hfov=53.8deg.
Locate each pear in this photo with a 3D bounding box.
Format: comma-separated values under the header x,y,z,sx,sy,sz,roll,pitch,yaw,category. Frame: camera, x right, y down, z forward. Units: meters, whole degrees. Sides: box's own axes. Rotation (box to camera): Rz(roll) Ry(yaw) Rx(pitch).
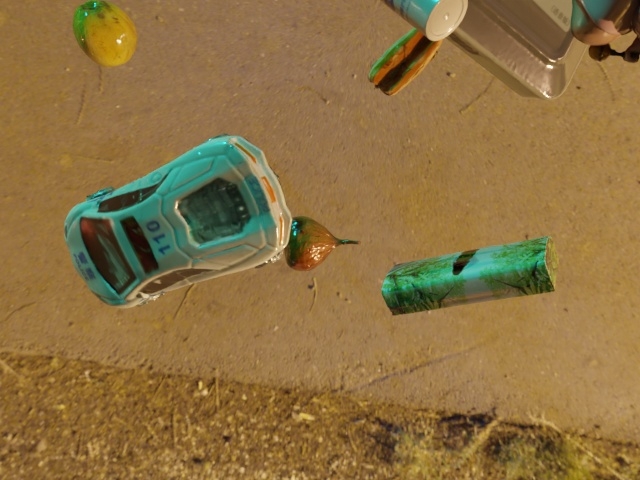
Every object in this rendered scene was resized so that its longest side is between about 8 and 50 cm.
x,y,z,sx,sy,sz,roll,pitch,yaw,category
-0.529,-0.511,1.554,0.149,0.148,0.162,-17,139,10,pear

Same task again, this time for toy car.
x,y,z,sx,sy,sz,roll,pitch,yaw,category
-0.112,-0.006,0.454,0.205,0.056,0.095,-19,101,27,toy car

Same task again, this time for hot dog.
x,y,z,sx,sy,sz,roll,pitch,yaw,category
0.238,-0.500,1.720,0.109,0.072,0.269,39,126,-15,hot dog

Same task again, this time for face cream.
x,y,z,sx,sy,sz,roll,pitch,yaw,category
0.100,-0.385,0.908,0.077,0.077,0.250,-50,59,18,face cream

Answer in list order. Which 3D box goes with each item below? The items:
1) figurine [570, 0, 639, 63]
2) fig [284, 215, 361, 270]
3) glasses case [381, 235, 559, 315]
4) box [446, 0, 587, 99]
x,y,z,sx,sy,sz,roll,pitch,yaw,category
0.435,-0.306,0.855,0.287,0.176,0.186,47,133,2,figurine
0.000,0.000,1.659,0.201,0.134,0.146,-11,83,-2,fig
0.238,0.055,1.022,0.272,0.095,0.062,-13,117,31,glasses case
0.370,-0.484,1.106,0.367,0.090,0.373,24,93,-31,box
